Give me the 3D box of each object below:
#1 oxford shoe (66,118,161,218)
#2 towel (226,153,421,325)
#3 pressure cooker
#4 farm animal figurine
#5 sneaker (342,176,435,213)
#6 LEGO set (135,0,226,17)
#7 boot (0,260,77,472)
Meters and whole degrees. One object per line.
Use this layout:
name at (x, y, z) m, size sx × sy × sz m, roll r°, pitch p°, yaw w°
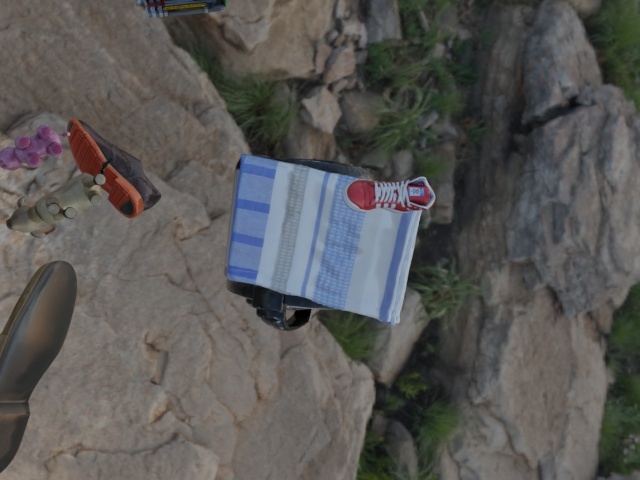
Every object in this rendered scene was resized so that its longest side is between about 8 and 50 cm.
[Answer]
oxford shoe at (-0.474, -0.172, 1.570) m, size 0.271 × 0.097 × 0.098 m, roll 52°, pitch 44°, yaw 3°
towel at (0.000, 0.000, 1.021) m, size 0.034 × 0.285 × 0.209 m, roll -48°, pitch 152°, yaw -67°
pressure cooker at (-0.049, 0.011, 1.695) m, size 0.369 × 0.375 × 0.421 m, roll 6°, pitch 94°, yaw -29°
farm animal figurine at (-0.547, -0.055, 1.110) m, size 0.330 × 0.172 × 0.327 m, roll 27°, pitch 79°, yaw -30°
sneaker at (0.087, -0.056, 0.837) m, size 0.118 × 0.067 × 0.042 m, roll 2°, pitch 83°, yaw -39°
LEGO set at (-0.290, -0.588, 1.327) m, size 0.192 × 0.331 × 0.255 m, roll -10°, pitch 84°, yaw -14°
boot at (-0.445, 0.161, 0.964) m, size 0.112 × 0.115 × 0.305 m, roll 52°, pitch 56°, yaw -64°
